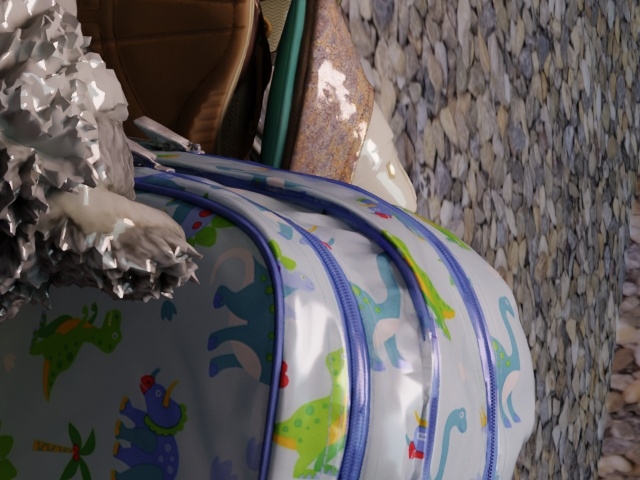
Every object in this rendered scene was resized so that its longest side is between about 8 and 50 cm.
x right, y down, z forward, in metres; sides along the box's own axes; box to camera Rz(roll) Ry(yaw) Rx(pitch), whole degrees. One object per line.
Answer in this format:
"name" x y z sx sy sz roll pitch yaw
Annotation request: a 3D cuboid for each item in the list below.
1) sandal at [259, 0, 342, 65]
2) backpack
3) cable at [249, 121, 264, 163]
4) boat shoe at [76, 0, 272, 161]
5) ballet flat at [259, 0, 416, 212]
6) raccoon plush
"sandal" -0.020 -0.276 1.220 0.086 0.120 0.302 72 26 -70
"backpack" -0.070 0.081 0.763 0.273 0.355 0.290 30 72 -67
"cable" -0.071 -0.132 1.087 0.139 0.072 0.287 -29 101 -63
"boat shoe" -0.090 -0.113 0.959 0.123 0.123 0.342 -70 162 -57
"ballet flat" 0.000 0.000 0.937 0.107 0.106 0.316 -173 -85 -81
"raccoon plush" -0.256 -0.003 0.515 0.446 0.216 0.299 -41 118 -24
